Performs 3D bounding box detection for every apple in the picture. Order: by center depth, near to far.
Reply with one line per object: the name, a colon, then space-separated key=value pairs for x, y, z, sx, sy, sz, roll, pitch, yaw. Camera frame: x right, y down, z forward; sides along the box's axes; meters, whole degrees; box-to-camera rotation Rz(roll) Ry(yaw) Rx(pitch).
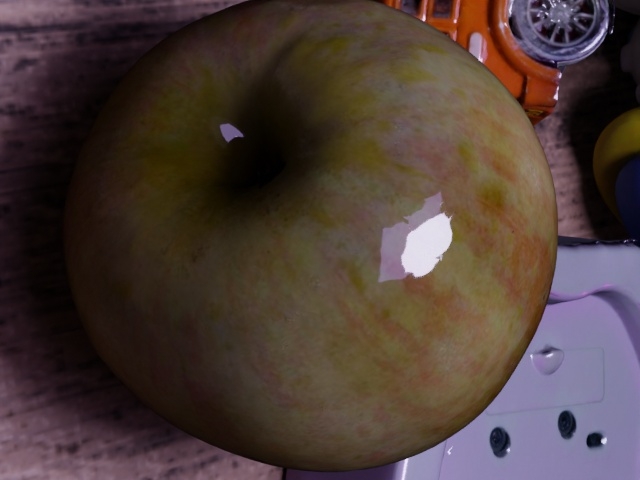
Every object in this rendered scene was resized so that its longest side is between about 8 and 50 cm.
apple: x=0.000 y=0.000 z=0.874 sx=0.234 sy=0.257 sz=0.256 roll=48 pitch=57 yaw=-59

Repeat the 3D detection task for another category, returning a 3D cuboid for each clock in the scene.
clock: x=0.128 y=0.154 z=1.074 sx=0.339 sy=0.102 sz=0.338 roll=-1 pitch=91 yaw=-42

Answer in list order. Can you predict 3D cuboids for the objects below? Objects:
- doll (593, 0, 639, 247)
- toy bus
doll: x=0.281 y=-0.106 z=1.173 sx=0.311 sy=0.160 sz=0.242 roll=45 pitch=63 yaw=-28
toy bus: x=0.105 y=-0.239 z=1.013 sx=0.153 sy=0.143 sz=0.329 roll=7 pitch=86 yaw=-2
